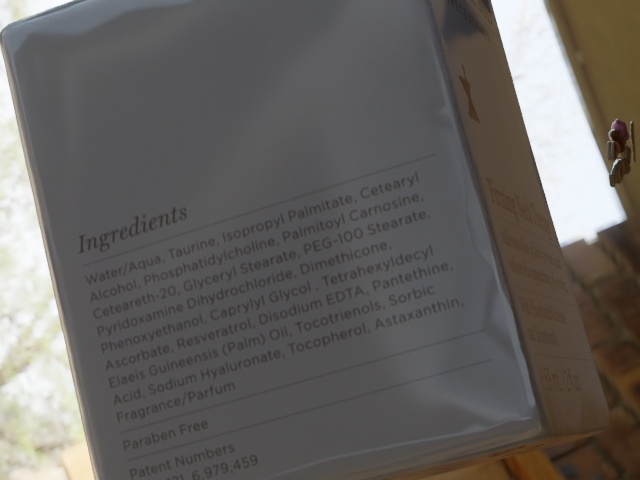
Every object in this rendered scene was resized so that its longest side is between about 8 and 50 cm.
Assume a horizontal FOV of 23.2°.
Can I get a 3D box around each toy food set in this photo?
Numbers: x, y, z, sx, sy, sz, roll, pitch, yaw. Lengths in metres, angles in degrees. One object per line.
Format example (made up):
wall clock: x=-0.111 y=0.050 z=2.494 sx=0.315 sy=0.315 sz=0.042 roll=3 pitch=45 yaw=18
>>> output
toy food set: x=0.388 y=-0.118 z=2.035 sx=0.019 sy=0.122 sz=0.078 roll=0 pitch=-76 yaw=25

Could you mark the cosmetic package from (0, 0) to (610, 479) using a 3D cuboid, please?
cosmetic package: x=0.000 y=0.000 z=1.209 sx=0.329 sy=0.327 sz=0.393 roll=16 pitch=58 yaw=-72
